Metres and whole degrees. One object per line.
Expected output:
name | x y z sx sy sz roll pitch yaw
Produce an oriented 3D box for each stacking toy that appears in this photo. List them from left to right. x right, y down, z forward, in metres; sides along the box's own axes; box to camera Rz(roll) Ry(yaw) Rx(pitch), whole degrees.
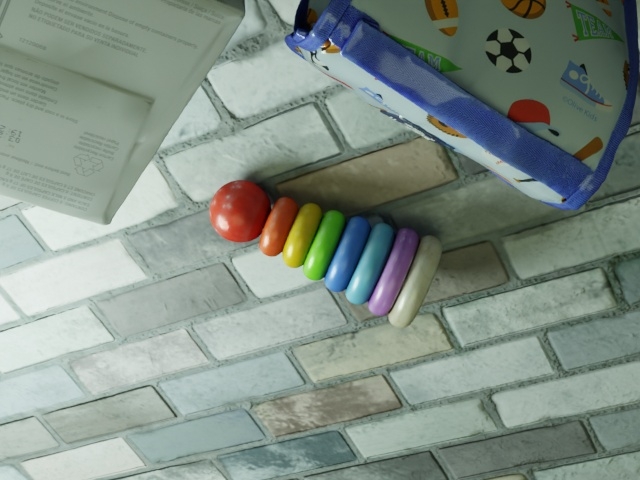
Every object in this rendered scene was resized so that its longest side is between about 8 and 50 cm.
stacking toy | 0.000 0.000 1.481 0.330 0.141 0.141 23 129 1

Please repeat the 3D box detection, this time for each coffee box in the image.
coffee box | -0.312 -0.282 1.130 0.337 0.334 0.338 19 132 -25

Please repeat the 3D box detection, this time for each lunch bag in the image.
lunch bag | 0.150 -0.226 1.089 0.327 0.386 0.239 30 127 -14
